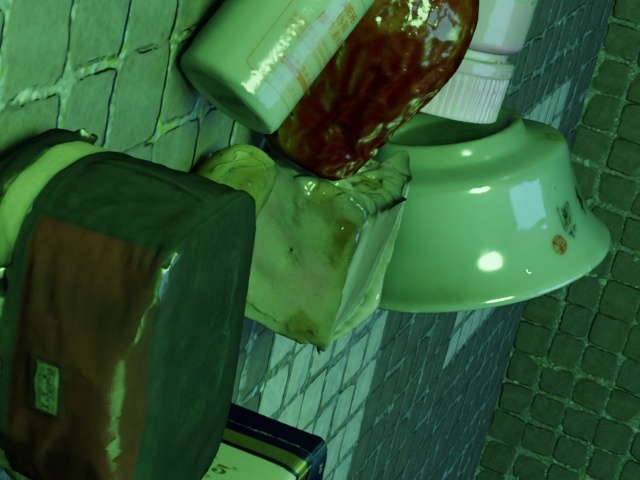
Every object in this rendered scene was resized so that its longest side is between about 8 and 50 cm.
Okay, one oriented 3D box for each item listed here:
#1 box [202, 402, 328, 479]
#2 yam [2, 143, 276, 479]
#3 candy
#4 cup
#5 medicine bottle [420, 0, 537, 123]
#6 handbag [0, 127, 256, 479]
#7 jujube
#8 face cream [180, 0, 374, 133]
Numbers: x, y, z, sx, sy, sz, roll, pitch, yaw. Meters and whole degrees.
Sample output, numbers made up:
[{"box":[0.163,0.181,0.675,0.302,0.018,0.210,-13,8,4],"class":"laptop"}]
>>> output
[{"box":[-0.118,0.242,1.386,0.259,0.168,0.071,-38,143,-59],"class":"box"},{"box":[-0.146,0.052,1.235,0.083,0.083,0.371,91,24,-48],"class":"yam"},{"box":[0.000,0.000,1.535,0.185,0.137,0.195,-32,140,-64],"class":"candy"},{"box":[0.155,-0.058,1.710,0.347,0.347,0.163,-43,128,-57],"class":"cup"},{"box":[0.155,-0.289,1.622,0.178,0.178,0.291,-27,135,-67],"class":"medicine bottle"},{"box":[-0.161,0.061,1.015,0.181,0.181,0.254,-43,147,-55],"class":"handbag"},{"box":[0.038,-0.182,1.385,0.255,0.190,0.190,-58,167,14],"class":"jujube"},{"box":[-0.006,-0.214,1.242,0.252,0.101,0.101,-53,160,-11],"class":"face cream"}]
